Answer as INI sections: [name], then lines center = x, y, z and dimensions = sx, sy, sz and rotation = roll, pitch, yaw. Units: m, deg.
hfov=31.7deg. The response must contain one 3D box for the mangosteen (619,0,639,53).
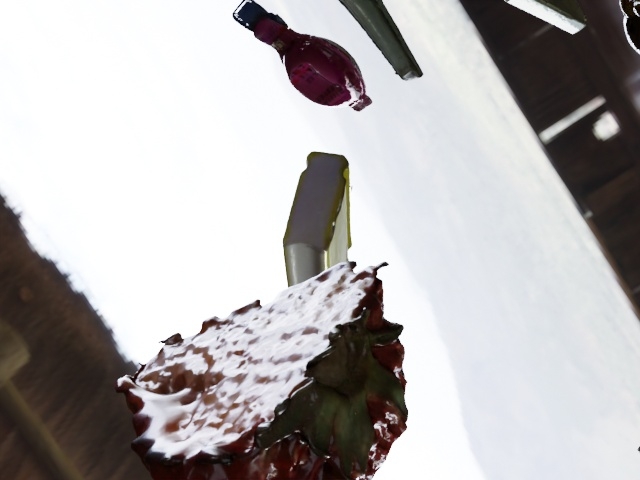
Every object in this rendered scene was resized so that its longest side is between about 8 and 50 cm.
[mangosteen]
center = 0.415, -0.274, 1.327
dimensions = 0.140, 0.140, 0.140
rotation = 56, -176, -7

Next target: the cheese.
[cheese]
center = -0.024, -0.274, 1.676
dimensions = 0.244, 0.062, 0.155
rotation = 37, 155, -11

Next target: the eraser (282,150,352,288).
[eraser]
center = 0.000, 0.000, 1.564
dimensions = 0.226, 0.069, 0.158
rotation = 87, -163, -58

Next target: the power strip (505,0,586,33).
[power strip]
center = 0.320, -0.359, 1.643
dimensions = 0.227, 0.029, 0.080
rotation = 12, -126, -44

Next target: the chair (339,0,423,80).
[chair]
center = 0.048, -0.320, 0.991
dimensions = 0.190, 0.203, 0.275
rotation = 37, -165, -46

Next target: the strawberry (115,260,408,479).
[strawberry]
center = -0.051, 0.162, 0.955
dimensions = 0.150, 0.280, 0.253
rotation = 56, -149, -19

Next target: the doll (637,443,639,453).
[doll]
center = 0.467, 0.187, 1.231
dimensions = 0.202, 0.286, 0.091
rotation = 21, 136, 58
